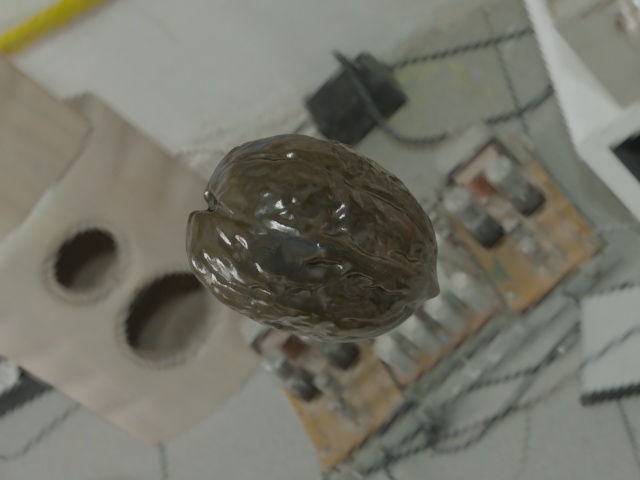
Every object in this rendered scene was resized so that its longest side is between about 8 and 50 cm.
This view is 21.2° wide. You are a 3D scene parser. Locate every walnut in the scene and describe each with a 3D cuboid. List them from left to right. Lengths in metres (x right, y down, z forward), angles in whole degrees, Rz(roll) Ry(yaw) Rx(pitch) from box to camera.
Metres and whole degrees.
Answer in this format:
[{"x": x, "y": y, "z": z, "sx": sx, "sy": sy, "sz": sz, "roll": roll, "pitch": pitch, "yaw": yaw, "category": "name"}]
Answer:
[{"x": 0.000, "y": 0.001, "z": 1.506, "sx": 0.178, "sy": 0.230, "sz": 0.178, "roll": -157, "pitch": 90, "yaw": -89, "category": "walnut"}]
